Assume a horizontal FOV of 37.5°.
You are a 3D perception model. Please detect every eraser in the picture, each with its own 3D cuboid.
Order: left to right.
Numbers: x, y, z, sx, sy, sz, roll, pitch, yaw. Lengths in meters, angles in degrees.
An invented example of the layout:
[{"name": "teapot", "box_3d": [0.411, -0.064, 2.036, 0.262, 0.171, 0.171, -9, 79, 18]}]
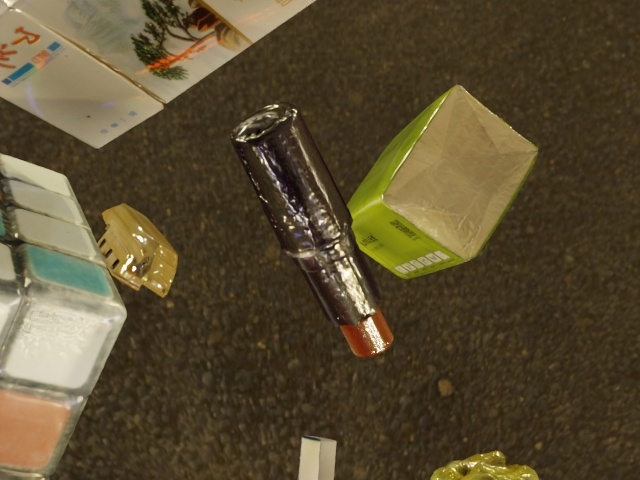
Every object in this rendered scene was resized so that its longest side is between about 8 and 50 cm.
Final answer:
[{"name": "eraser", "box_3d": [-0.008, 0.318, 1.158, 0.023, 0.104, 0.150, 7, 80, -14]}]

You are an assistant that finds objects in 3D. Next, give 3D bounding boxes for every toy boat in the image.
[{"name": "toy boat", "box_3d": [-0.235, 0.016, 1.190, 0.077, 0.057, 0.200, -51, 37, 1]}]

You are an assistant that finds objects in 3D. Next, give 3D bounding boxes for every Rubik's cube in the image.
[{"name": "Rubik's cube", "box_3d": [-0.312, 0.066, 0.632, 0.253, 0.256, 0.259, 20, 16, -28]}]

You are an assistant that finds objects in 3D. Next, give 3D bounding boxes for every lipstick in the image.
[{"name": "lipstick", "box_3d": [0.000, 0.000, 0.965, 0.081, 0.299, 0.081, -19, 28, 11]}]

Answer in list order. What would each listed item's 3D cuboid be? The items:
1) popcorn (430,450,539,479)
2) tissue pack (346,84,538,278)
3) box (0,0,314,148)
[{"name": "popcorn", "box_3d": [0.239, 0.444, 1.315, 0.312, 0.312, 0.312, 0, 62, 0]}, {"name": "tissue pack", "box_3d": [0.159, -0.072, 1.372, 0.167, 0.275, 0.200, 36, 77, -6]}, {"name": "box", "box_3d": [-0.122, -0.167, 0.630, 0.233, 0.149, 0.067, -30, 57, 22]}]
